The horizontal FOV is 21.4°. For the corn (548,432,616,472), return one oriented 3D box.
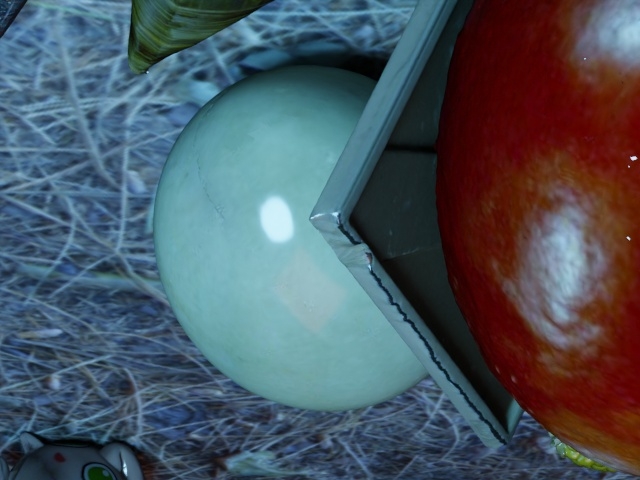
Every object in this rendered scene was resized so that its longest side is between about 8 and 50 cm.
[{"bbox_3d":[0.305,0.132,1.310,0.260,0.091,0.091,-2,152,0],"label":"corn"}]

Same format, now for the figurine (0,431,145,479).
[{"bbox_3d":[-0.214,0.227,1.454,0.138,0.125,0.125,13,150,-42],"label":"figurine"}]

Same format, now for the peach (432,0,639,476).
[{"bbox_3d":[0.184,-0.030,0.811,0.281,0.281,0.338,7,155,-12],"label":"peach"}]

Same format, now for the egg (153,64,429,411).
[{"bbox_3d":[0.000,0.000,0.968,0.186,0.186,0.253,-5,152,8],"label":"egg"}]

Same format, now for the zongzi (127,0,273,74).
[{"bbox_3d":[0.034,-0.159,0.759,0.247,0.111,0.241,-2,150,-9],"label":"zongzi"}]

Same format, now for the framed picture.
[{"bbox_3d":[0.097,-0.032,0.904,0.020,0.211,0.289,16,161,30],"label":"framed picture"}]

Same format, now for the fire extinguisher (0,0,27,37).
[{"bbox_3d":[-0.181,-0.130,0.894,0.046,0.032,0.100,8,146,-35],"label":"fire extinguisher"}]
